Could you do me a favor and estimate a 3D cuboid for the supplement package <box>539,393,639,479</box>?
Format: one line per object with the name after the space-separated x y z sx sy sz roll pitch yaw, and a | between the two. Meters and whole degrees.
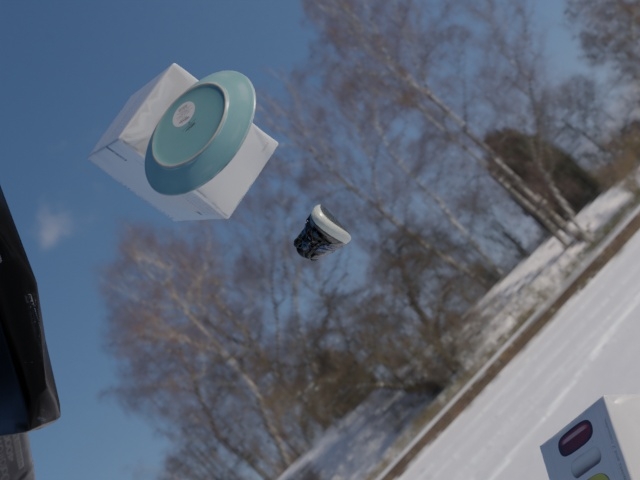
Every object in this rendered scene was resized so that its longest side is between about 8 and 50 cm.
0.393 0.315 1.092 0.204 0.262 0.145 2 -35 -21 | supplement package

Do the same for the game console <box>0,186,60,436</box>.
-0.321 0.067 0.842 0.044 0.213 0.361 -16 -2 -38 | game console

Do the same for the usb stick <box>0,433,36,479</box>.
-0.338 0.208 1.033 0.077 0.045 0.278 -38 -33 -39 | usb stick

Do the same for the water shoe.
0.000 0.000 1.584 0.080 0.073 0.203 -43 -8 -1 | water shoe

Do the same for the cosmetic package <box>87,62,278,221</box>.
-0.244 -0.150 1.682 0.156 0.217 0.385 -57 15 -13 | cosmetic package

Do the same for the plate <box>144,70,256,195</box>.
-0.162 -0.143 1.274 0.188 0.188 0.024 -48 -47 6 | plate
